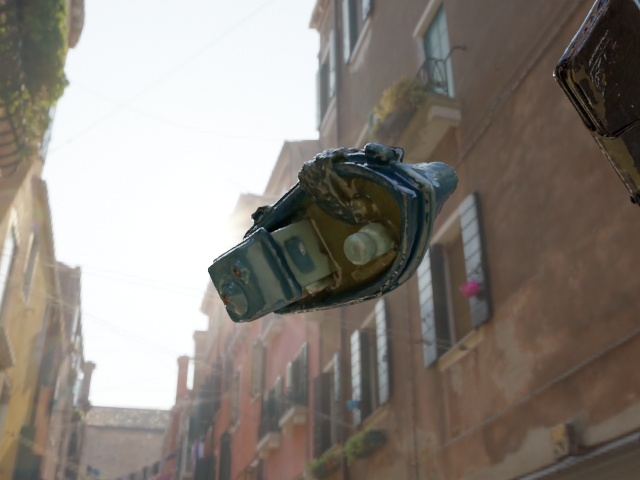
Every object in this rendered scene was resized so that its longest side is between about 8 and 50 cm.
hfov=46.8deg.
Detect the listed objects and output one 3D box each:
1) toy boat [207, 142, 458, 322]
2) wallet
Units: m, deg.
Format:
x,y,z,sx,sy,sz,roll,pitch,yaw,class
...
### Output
x,y,z,sx,sy,sz,roll,pitch,yaw,class
0.000,0.000,0.523,0.098,0.109,0.238,-24,-3,-37,toy boat
0.296,-0.110,0.661,0.232,0.122,0.031,43,-18,-29,wallet
